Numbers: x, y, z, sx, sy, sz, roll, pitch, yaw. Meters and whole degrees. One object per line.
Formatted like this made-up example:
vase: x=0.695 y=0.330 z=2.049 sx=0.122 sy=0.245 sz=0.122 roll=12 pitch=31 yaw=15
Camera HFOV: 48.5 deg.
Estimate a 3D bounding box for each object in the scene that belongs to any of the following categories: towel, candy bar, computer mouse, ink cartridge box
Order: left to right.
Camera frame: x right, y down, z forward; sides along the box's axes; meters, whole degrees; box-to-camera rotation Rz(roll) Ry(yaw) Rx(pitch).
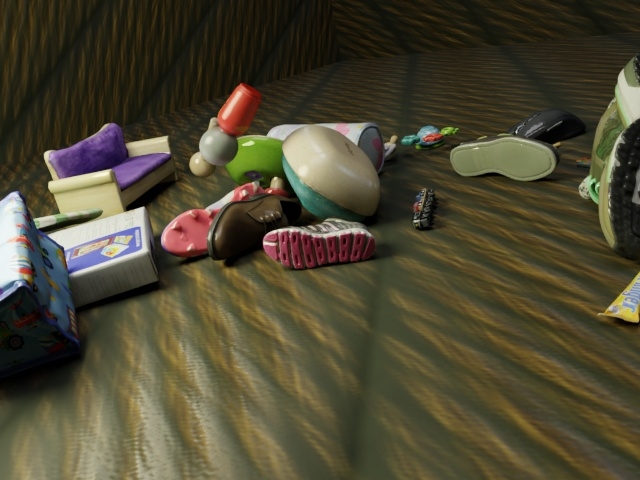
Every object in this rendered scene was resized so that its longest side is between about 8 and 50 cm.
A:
towel: x=-0.608 y=-0.007 z=1.357 sx=0.247 sy=0.038 sz=0.325 roll=-12 pitch=5 yaw=17
ink cartridge box: x=-0.431 y=0.044 z=1.191 sx=0.307 sy=0.072 sz=0.303 roll=-19 pitch=21 yaw=-9
computer mouse: x=0.445 y=-0.221 z=1.445 sx=0.262 sy=0.060 sz=0.184 roll=-16 pitch=19 yaw=-13
candy bar: x=0.355 y=0.053 z=0.783 sx=0.040 sy=0.018 sz=0.161 roll=7 pitch=27 yaw=42

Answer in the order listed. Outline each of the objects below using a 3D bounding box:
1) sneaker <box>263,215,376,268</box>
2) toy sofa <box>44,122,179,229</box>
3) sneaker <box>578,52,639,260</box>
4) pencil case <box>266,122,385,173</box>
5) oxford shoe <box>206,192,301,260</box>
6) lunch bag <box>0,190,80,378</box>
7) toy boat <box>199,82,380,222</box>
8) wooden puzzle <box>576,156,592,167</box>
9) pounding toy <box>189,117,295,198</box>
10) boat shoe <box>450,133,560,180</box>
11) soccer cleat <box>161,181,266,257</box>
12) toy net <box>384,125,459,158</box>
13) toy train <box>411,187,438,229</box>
sneaker: x=0.000 y=0.000 z=1.075 sx=0.170 sy=0.063 sz=0.075 roll=-3 pitch=20 yaw=8
toy sofa: x=-0.471 y=-0.167 z=1.647 sx=0.150 sy=0.177 sz=0.362 roll=-8 pitch=18 yaw=12
sneaker: x=0.444 y=-0.091 z=1.009 sx=0.158 sy=0.182 sz=0.410 roll=30 pitch=47 yaw=2
pencil case: x=0.003 y=-0.190 z=1.525 sx=0.273 sy=0.113 sz=0.124 roll=3 pitch=66 yaw=37
oxford shoe: x=-0.106 y=-0.029 z=1.190 sx=0.096 sy=0.083 sz=0.227 roll=5 pitch=26 yaw=29
lunch bag: x=-0.491 y=0.101 z=0.938 sx=0.293 sy=0.138 sz=0.221 roll=-27 pitch=42 yaw=-5
toy boat: x=-0.048 y=-0.139 z=1.252 sx=0.318 sy=0.148 sz=0.267 roll=28 pitch=19 yaw=-14
wooden puzzle: x=0.493 y=-0.141 z=1.270 sx=0.049 sy=0.006 sz=0.083 roll=-25 pitch=23 yaw=-34
pounding toy: x=-0.136 y=-0.121 z=1.398 sx=0.236 sy=0.110 sz=0.183 roll=18 pitch=-27 yaw=-17
boat shoe: x=0.341 y=-0.158 z=1.292 sx=0.068 sy=0.081 sz=0.227 roll=-29 pitch=23 yaw=-32
soccer cleat: x=-0.190 y=-0.029 z=1.267 sx=0.248 sy=0.083 sz=0.095 roll=-37 pitch=2 yaw=-42
toy net: x=0.192 y=-0.206 z=1.581 sx=0.232 sy=0.045 sz=0.122 roll=-22 pitch=23 yaw=-23
toy train: x=0.172 y=-0.053 z=1.180 sx=0.036 sy=0.027 sz=0.158 roll=-17 pitch=17 yaw=19
